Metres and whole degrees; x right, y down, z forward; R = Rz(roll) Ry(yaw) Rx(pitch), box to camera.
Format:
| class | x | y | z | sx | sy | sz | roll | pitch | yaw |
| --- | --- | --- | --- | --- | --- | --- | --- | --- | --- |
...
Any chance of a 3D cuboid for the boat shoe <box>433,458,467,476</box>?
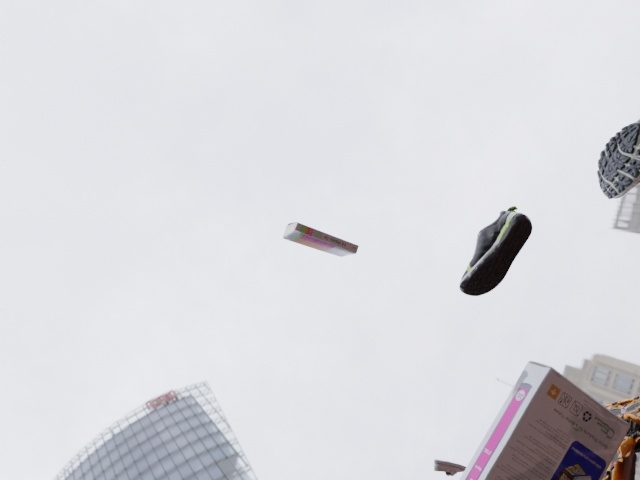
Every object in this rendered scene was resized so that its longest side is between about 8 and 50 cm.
| class | x | y | z | sx | sy | sz | roll | pitch | yaw |
| --- | --- | --- | --- | --- | --- | --- | --- | --- | --- |
| boat shoe | 0.329 | 0.581 | 1.646 | 0.100 | 0.035 | 0.035 | 20 | -104 | -27 |

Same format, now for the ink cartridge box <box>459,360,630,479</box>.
| class | x | y | z | sx | sy | sz | roll | pitch | yaw |
| --- | --- | --- | --- | --- | --- | --- | --- | --- | --- |
| ink cartridge box | 0.294 | 0.380 | 0.953 | 0.176 | 0.069 | 0.371 | 36 | -101 | -14 |

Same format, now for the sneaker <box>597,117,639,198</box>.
| class | x | y | z | sx | sy | sz | roll | pitch | yaw |
| --- | --- | --- | --- | --- | --- | --- | --- | --- | --- |
| sneaker | 0.621 | -0.180 | 1.175 | 0.122 | 0.110 | 0.283 | 8 | -48 | -18 |

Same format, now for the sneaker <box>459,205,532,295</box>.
| class | x | y | z | sx | sy | sz | roll | pitch | yaw |
| --- | --- | --- | --- | --- | --- | --- | --- | --- | --- |
| sneaker | 0.396 | 0.025 | 1.503 | 0.084 | 0.097 | 0.234 | 39 | -89 | -32 |

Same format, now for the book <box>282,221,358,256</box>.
| class | x | y | z | sx | sy | sz | roll | pitch | yaw |
| --- | --- | --- | --- | --- | --- | --- | --- | --- | --- |
| book | 0.000 | 0.000 | 1.409 | 0.144 | 0.096 | 0.035 | 21 | -101 | -15 |

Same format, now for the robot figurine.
| class | x | y | z | sx | sy | sz | roll | pitch | yaw |
| --- | --- | --- | --- | --- | --- | --- | --- | --- | --- |
| robot figurine | 0.506 | 0.362 | 1.042 | 0.085 | 0.211 | 0.291 | 45 | -137 | -11 |
